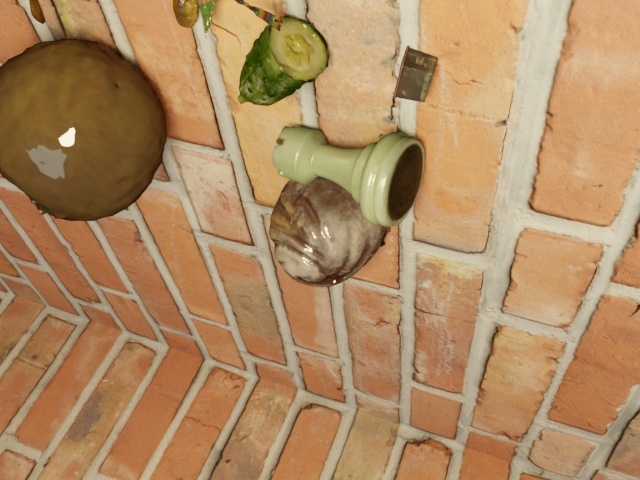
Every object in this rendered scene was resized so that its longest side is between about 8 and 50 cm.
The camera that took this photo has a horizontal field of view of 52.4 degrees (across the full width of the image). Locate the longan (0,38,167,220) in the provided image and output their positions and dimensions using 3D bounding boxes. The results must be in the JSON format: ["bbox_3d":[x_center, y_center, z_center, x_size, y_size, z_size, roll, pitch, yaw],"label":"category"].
[{"bbox_3d":[-0.564,-0.237,1.485,0.435,0.404,0.404,-16,129,42],"label":"longan"}]

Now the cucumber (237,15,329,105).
[{"bbox_3d":[-0.099,-0.327,1.282,0.134,0.134,0.244,39,148,-20],"label":"cucumber"}]

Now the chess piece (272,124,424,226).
[{"bbox_3d":[0.050,-0.156,1.379,0.299,0.195,0.195,19,148,27],"label":"chess piece"}]

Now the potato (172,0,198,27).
[{"bbox_3d":[-0.266,-0.456,1.283,0.051,0.040,0.083,27,147,8],"label":"potato"}]

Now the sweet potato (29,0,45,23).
[{"bbox_3d":[-0.639,-0.527,1.453,0.026,0.026,0.115,22,149,5],"label":"sweet potato"}]

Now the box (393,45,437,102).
[{"bbox_3d":[0.173,-0.300,1.190,0.063,0.060,0.085,15,146,2],"label":"box"}]

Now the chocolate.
[{"bbox_3d":[0.000,0.000,1.591,0.303,0.213,0.303,19,147,13],"label":"chocolate"}]

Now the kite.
[{"bbox_3d":[-0.162,-0.441,1.178,0.244,0.006,0.198,41,125,16],"label":"kite"}]
